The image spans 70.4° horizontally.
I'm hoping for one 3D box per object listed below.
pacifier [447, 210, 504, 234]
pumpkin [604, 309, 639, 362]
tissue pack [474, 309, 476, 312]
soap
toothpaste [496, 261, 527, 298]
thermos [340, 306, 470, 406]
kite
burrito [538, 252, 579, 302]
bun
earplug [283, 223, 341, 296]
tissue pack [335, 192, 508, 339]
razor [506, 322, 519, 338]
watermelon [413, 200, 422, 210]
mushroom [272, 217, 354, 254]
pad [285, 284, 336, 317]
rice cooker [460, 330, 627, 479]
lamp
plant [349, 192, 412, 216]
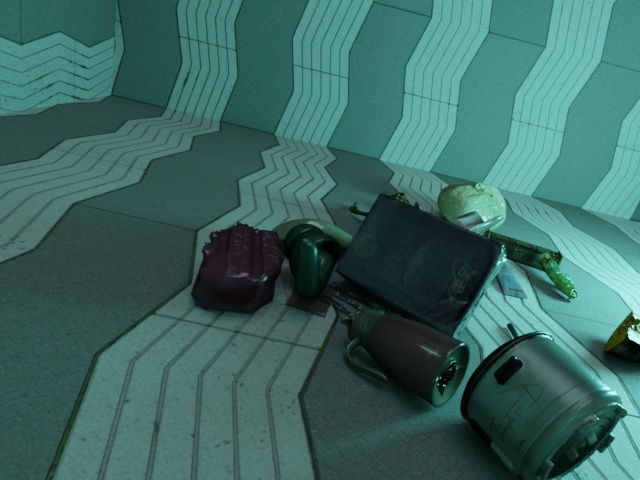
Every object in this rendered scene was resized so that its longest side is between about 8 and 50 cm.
[{"bbox_3d":[0.566,0.002,1.715,0.332,0.220,0.273,-20,37,-32],"label":"pacifier"},{"bbox_3d":[0.956,0.328,1.350,0.163,0.111,0.278,44,32,24],"label":"pumpkin"},{"bbox_3d":[0.381,0.094,1.411,0.270,0.209,0.137,25,15,28],"label":"tissue pack"},{"bbox_3d":[-0.208,0.069,1.205,0.220,0.127,0.325,9,23,-9],"label":"soap"},{"bbox_3d":[0.697,0.137,1.697,0.089,0.057,0.234,11,29,-3],"label":"toothpaste"},{"bbox_3d":[0.172,0.247,1.016,0.265,0.146,0.176,22,47,40],"label":"thermos"},{"bbox_3d":[0.134,0.203,1.234,0.310,0.015,0.169,25,25,21],"label":"kite"},{"bbox_3d":[0.943,0.146,1.781,0.104,0.054,0.288,27,27,-12],"label":"burrito"},{"bbox_3d":[0.773,-0.189,2.310,0.361,0.213,0.361,13,24,-6],"label":"bun"},{"bbox_3d":[-0.039,0.044,1.258,0.257,0.164,0.280,25,19,-44],"label":"earplug"},{"bbox_3d":[0.276,0.066,1.292,0.394,0.288,0.124,29,-5,31],"label":"tissue pack"},{"bbox_3d":[0.560,0.287,1.283,0.066,0.033,0.190,-25,13,14],"label":"razor"},{"bbox_3d":[0.475,-0.102,2.118,0.094,0.081,0.180,23,34,-21],"label":"watermelon"},{"bbox_3d":[0.000,0.000,1.513,0.350,0.128,0.128,12,22,-18],"label":"mushroom"},{"bbox_3d":[-0.022,0.153,1.276,0.113,0.006,0.188,16,22,7],"label":"pad"},{"bbox_3d":[0.403,0.307,0.862,0.280,0.241,0.227,43,4,-42],"label":"rice cooker"},{"bbox_3d":[0.862,0.045,1.966,0.325,0.089,0.090,19,24,15],"label":"lamp"},{"bbox_3d":[0.232,-0.084,1.937,0.334,0.180,0.251,-10,9,42],"label":"plant"}]
